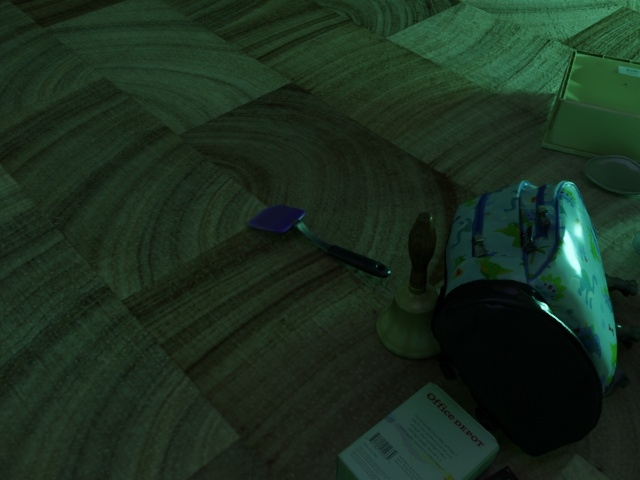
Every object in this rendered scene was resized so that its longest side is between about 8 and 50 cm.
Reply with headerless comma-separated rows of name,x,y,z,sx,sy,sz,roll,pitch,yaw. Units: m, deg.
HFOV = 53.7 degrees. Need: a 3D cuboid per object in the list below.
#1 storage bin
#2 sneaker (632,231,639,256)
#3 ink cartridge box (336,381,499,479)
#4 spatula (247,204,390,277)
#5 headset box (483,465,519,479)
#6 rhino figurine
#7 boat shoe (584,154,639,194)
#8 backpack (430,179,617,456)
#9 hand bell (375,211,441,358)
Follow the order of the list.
storage bin,0.651,-0.292,1.382,0.262,0.123,0.260,17,47,16
sneaker,0.684,-0.038,1.134,0.295,0.105,0.147,-4,49,-3
ink cartridge box,0.127,0.292,0.832,0.175,0.072,0.127,-30,52,-27
spatula,0.000,0.000,1.149,0.296,0.030,0.084,27,49,24
headset box,0.226,0.341,0.814,0.083,0.032,0.062,-20,49,-21
rhino figurine,0.435,0.141,0.986,0.106,0.073,0.243,9,49,13
boat shoe,0.638,-0.123,1.273,0.206,0.075,0.065,13,3,19
backpack,0.297,0.067,0.922,0.273,0.290,0.355,-31,22,17
hand bell,0.147,0.056,0.943,0.126,0.242,0.126,-2,45,2
